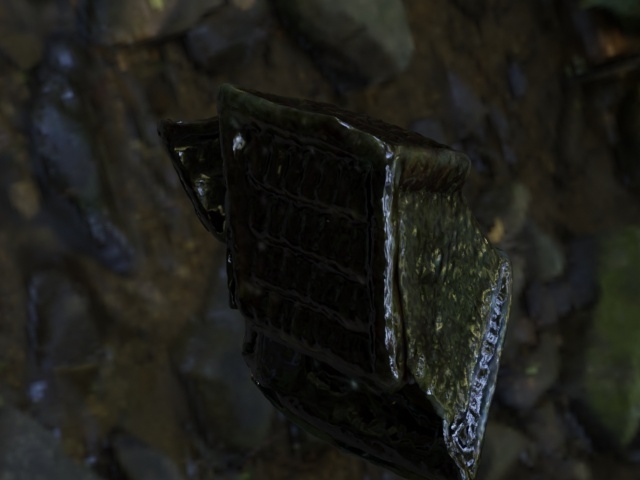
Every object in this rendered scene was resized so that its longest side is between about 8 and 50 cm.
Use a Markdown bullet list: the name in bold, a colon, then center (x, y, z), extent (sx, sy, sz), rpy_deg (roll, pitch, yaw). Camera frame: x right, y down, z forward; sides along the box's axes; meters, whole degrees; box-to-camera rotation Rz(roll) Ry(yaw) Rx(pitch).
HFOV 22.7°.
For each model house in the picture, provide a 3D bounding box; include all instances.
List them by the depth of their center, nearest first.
- **model house**: center (-0.006, -0.002, 0.612), extent (0.106, 0.165, 0.152), rpy_deg (-57, 144, -20)
